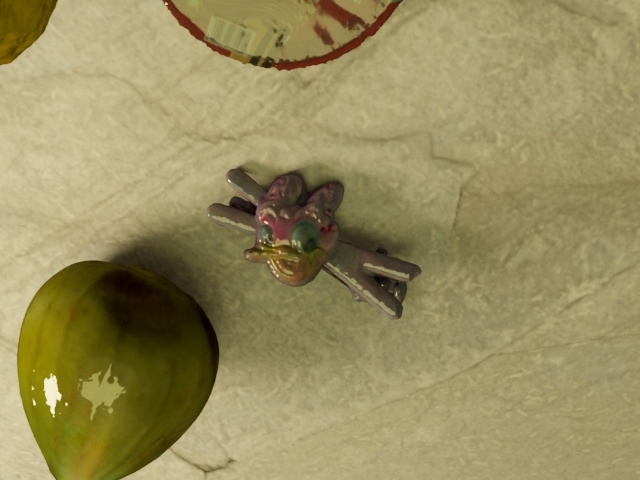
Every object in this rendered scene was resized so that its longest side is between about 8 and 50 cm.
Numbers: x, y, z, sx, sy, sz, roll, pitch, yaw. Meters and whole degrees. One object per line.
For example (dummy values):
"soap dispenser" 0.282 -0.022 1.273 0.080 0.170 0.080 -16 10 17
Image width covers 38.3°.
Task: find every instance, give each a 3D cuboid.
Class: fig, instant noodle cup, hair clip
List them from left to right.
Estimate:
"fig" -0.253 0.160 1.098 0.239 0.239 0.271 26 78 -13
"instant noodle cup" -0.037 -0.308 0.895 0.274 0.091 0.274 2 121 3
"hair clip" 0.007 0.002 1.089 0.278 0.090 0.137 31 84 -18

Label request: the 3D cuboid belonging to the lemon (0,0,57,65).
"lemon" -0.374 -0.288 0.826 0.268 0.268 0.322 -16 113 12
